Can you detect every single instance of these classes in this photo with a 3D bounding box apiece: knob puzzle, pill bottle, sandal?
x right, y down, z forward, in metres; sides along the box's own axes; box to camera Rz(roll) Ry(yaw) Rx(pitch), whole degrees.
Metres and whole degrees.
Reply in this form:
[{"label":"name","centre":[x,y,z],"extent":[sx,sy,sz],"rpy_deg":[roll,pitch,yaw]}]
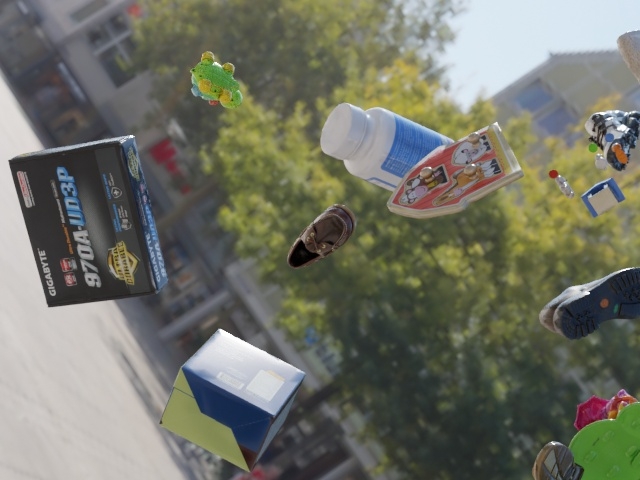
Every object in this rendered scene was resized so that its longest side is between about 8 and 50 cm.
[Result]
[{"label":"knob puzzle","centre":[0.179,-0.096,1.776],"extent":[0.030,0.213,0.213],"rpy_deg":[58,-7,-28]},{"label":"pill bottle","centre":[0.117,-0.151,2.096],"extent":[0.221,0.124,0.124],"rpy_deg":[21,12,-29]},{"label":"sandal","centre":[0.344,0.338,1.842],"extent":[0.049,0.072,0.180],"rpy_deg":[31,-5,32]}]

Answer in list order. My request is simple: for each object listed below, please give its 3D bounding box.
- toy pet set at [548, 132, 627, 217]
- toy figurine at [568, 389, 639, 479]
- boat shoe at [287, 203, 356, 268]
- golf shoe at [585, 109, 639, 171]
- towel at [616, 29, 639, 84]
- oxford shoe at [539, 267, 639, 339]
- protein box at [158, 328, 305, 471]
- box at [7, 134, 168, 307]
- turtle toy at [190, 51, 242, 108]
[{"label":"toy pet set","centre":[0.456,-0.104,2.052],"extent":[0.114,0.122,0.065],"rpy_deg":[56,17,-5]},{"label":"toy figurine","centre":[0.463,0.290,1.980],"extent":[0.130,0.173,0.159],"rpy_deg":[32,20,-7]},{"label":"boat shoe","centre":[0.000,0.000,2.385],"extent":[0.073,0.073,0.207],"rpy_deg":[47,-33,3]},{"label":"golf shoe","centre":[0.505,-0.178,2.186],"extent":[0.198,0.094,0.077],"rpy_deg":[-44,145,-61]},{"label":"towel","centre":[0.586,-0.235,1.960],"extent":[0.282,0.049,0.187],"rpy_deg":[0,57,-47]},{"label":"oxford shoe","centre":[0.444,0.090,1.979],"extent":[0.096,0.227,0.083],"rpy_deg":[9,-68,64]},{"label":"protein box","centre":[-0.165,0.301,2.372],"extent":[0.199,0.136,0.201],"rpy_deg":[26,22,7]},{"label":"box","centre":[-0.321,-0.025,1.729],"extent":[0.051,0.175,0.220],"rpy_deg":[-51,131,-68]},{"label":"turtle toy","centre":[-0.205,-0.304,2.455],"extent":[0.130,0.066,0.095],"rpy_deg":[27,49,-31]}]
